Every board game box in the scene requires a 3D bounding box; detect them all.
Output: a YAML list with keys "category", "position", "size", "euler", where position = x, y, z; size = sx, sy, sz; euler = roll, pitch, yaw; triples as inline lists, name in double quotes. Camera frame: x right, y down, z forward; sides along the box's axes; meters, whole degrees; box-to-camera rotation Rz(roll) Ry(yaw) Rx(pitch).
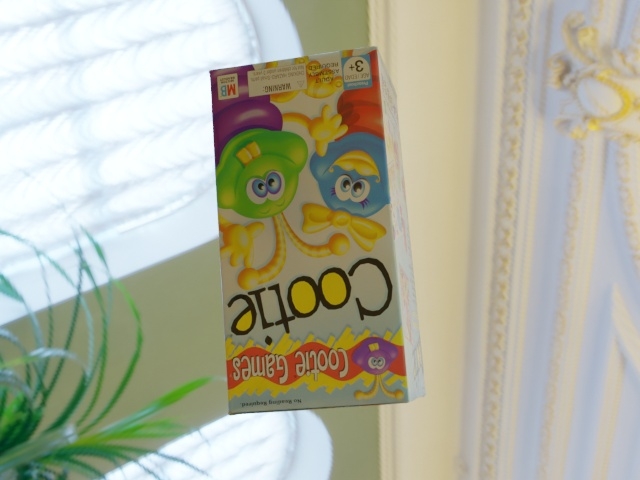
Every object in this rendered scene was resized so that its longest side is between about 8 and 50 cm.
- category: "board game box"
  position: [0.000, 0.000, 0.758]
  size: [0.144, 0.142, 0.275]
  euler: [34, 50, -76]
